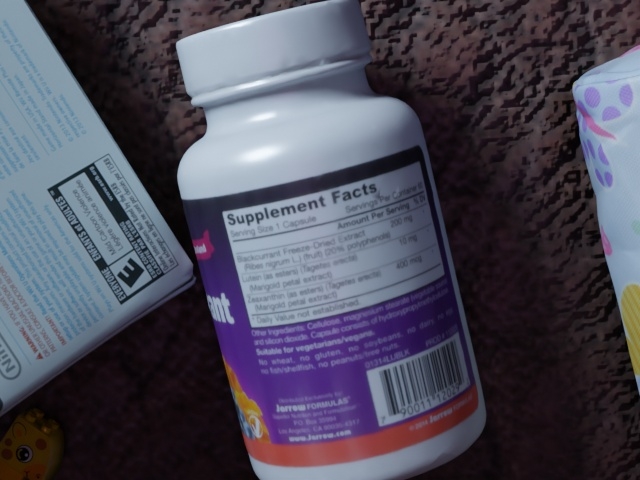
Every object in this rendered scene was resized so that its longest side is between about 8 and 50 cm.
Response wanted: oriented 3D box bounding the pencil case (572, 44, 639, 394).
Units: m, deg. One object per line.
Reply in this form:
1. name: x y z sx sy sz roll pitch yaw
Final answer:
1. pencil case: 0.197 0.036 0.495 0.124 0.113 0.273 -19 98 -7

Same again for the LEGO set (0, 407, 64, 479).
1. LEGO set: -0.141 0.138 0.529 0.227 0.087 0.093 34 94 2

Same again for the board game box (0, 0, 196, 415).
1. board game box: -0.227 0.007 0.416 0.303 0.097 0.224 -36 98 -38

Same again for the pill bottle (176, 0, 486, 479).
1. pill bottle: 0.000 0.000 0.493 0.108 0.108 0.193 -13 98 2
